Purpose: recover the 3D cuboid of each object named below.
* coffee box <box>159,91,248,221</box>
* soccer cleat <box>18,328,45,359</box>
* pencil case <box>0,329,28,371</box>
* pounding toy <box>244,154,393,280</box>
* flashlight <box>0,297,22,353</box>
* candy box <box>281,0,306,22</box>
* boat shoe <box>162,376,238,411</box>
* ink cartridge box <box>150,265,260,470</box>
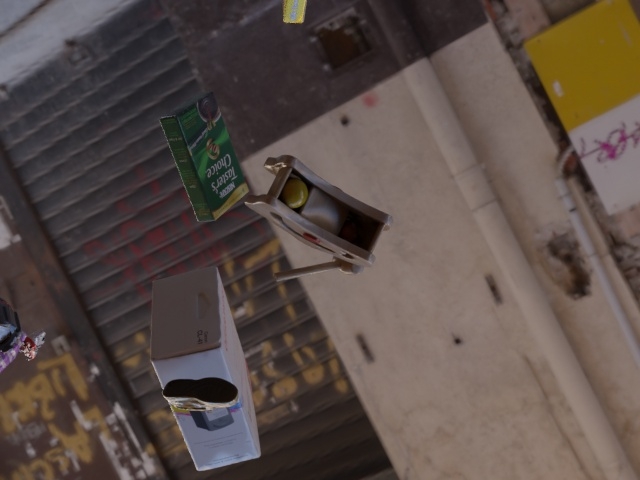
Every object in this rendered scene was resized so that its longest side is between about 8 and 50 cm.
[{"bbox_3d":[-0.185,-0.135,1.369,0.040,0.184,0.113,-3,-154,31],"label":"coffee box"},{"bbox_3d":[-0.433,0.157,1.278,0.035,0.029,0.083,-45,179,-32],"label":"soccer cleat"},{"bbox_3d":[-0.676,0.246,1.681,0.206,0.086,0.088,-49,177,-34],"label":"pencil case"},{"bbox_3d":[0.000,0.000,1.251,0.154,0.269,0.155,16,-104,47],"label":"pounding toy"},{"bbox_3d":[-0.648,0.077,1.603,0.103,0.304,0.103,-32,144,1],"label":"flashlight"},{"bbox_3d":[-0.032,-0.344,0.902,0.027,0.206,0.105,0,149,-11],"label":"candy box"},{"bbox_3d":[-0.188,0.252,1.365,0.135,0.045,0.050,1,-135,26],"label":"boat shoe"},{"bbox_3d":[-0.210,0.236,1.558,0.131,0.306,0.226,-14,-143,0],"label":"ink cartridge box"}]
